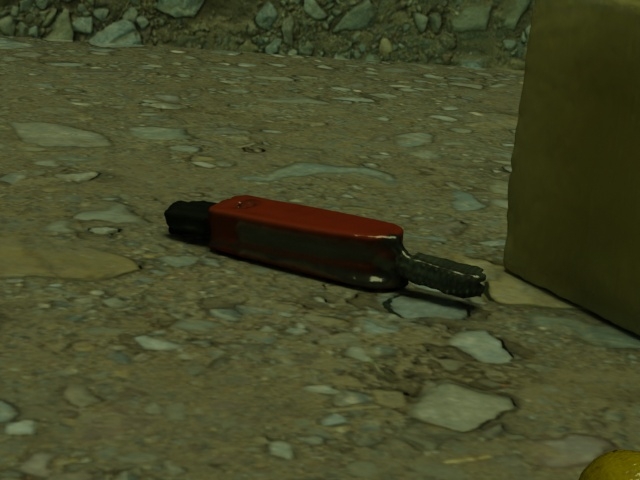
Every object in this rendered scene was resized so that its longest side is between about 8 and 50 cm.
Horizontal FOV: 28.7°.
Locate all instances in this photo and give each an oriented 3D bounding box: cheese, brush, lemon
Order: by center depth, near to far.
[{"bbox_3d":[0.162,0.142,0.647,0.062,0.062,0.083,4,20,-5],"label":"lemon"},{"bbox_3d":[0.274,-0.072,1.069,0.124,0.265,0.242,-5,19,-32],"label":"cheese"},{"bbox_3d":[0.000,-0.001,1.121,0.323,0.051,0.070,14,15,27],"label":"brush"}]
